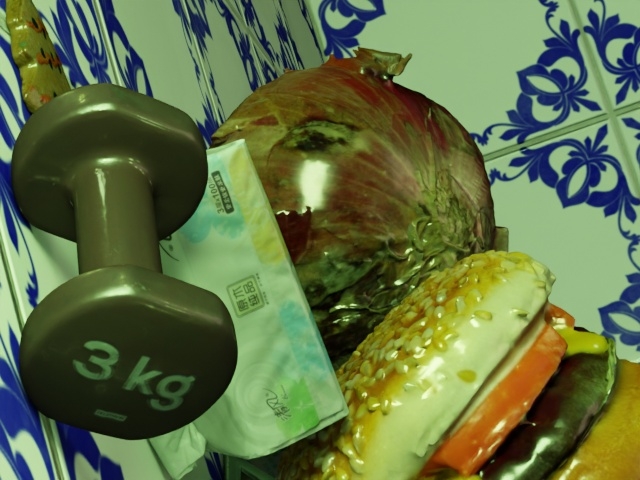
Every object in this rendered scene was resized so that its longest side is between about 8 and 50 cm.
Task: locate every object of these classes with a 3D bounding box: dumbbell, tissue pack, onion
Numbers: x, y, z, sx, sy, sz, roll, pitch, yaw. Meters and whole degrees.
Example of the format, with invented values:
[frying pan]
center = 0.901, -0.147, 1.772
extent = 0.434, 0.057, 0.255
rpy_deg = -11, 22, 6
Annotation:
[dumbbell]
center = -0.133, 0.011, 1.306
extent = 0.140, 0.124, 0.225
rpy_deg = 20, 36, -28
[tissue pack]
center = -0.103, 0.056, 1.532
extent = 0.159, 0.145, 0.229
rpy_deg = -4, -73, 63
[onion]
center = 0.027, -0.011, 1.906
extent = 0.353, 0.353, 0.354
rpy_deg = -19, 90, -83

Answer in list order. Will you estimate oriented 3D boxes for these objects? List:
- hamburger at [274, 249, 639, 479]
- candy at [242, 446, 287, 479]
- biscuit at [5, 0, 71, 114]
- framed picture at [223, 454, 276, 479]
[hamburger]
center = 0.120, 0.175, 1.654
extent = 0.250, 0.330, 0.330
rpy_deg = 46, 9, -3
[candy]
center = -0.037, 0.189, 1.829
extent = 0.160, 0.073, 0.092
rpy_deg = 63, 17, -50
[biscuit]
center = -0.217, -0.138, 1.541
extent = 0.119, 0.019, 0.130
rpy_deg = 1, 69, -83
[framed picture]
center = 0.008, 0.316, 1.651
extent = 0.231, 0.018, 0.293
rpy_deg = 34, 21, -19
